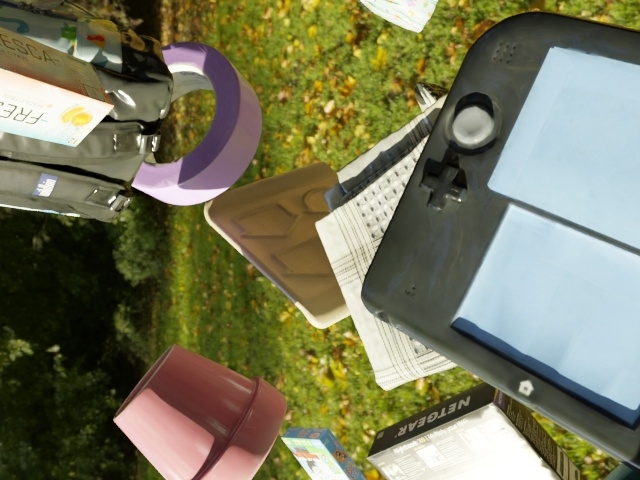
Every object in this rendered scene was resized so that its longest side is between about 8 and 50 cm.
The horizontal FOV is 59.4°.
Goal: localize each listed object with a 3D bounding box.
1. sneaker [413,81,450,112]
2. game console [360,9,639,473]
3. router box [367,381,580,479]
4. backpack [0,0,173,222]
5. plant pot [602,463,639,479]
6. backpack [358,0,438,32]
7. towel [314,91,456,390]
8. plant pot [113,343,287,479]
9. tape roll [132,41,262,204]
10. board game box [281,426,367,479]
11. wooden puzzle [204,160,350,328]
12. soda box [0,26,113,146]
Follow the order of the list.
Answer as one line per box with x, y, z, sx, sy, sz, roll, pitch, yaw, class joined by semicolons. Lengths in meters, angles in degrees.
0.233;-0.177;1.011;0.108;0.100;0.272;-45;60;41;sneaker
0.252;-0.006;0.491;0.386;0.060;0.342;29;95;31;game console
0.281;0.423;1.061;0.309;0.243;0.081;-37;6;33;router box
-0.398;-0.172;0.644;0.290;0.355;0.273;-50;59;42;backpack
0.439;0.394;0.469;0.341;0.334;0.341;-35;18;13;plant pot
0.141;-0.480;1.070;0.182;0.152;0.115;32;121;13;backpack
0.131;0.004;0.741;0.312;0.056;0.324;-35;65;43;towel
-0.177;0.251;0.795;0.201;0.180;0.201;-49;9;10;plant pot
-0.245;-0.205;0.992;0.090;0.274;0.275;39;-137;-66;tape roll
0.025;0.493;1.204;0.211;0.039;0.160;54;144;-8;board game box
0.000;0.000;1.067;0.348;0.322;0.081;43;139;31;wooden puzzle
-0.258;-0.129;0.444;0.063;0.183;0.058;-38;75;18;soda box
